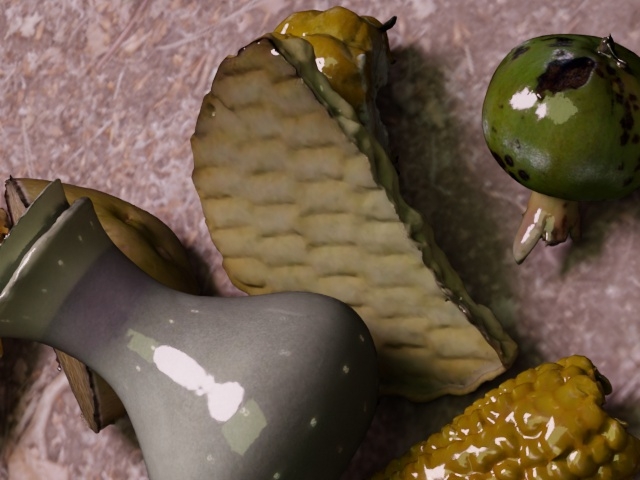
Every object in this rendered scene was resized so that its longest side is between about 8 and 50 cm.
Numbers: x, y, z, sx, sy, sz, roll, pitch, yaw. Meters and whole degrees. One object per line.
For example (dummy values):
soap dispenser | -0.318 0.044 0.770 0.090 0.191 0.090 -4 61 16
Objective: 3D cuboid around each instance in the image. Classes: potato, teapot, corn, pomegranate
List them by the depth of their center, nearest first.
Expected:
corn | 0.045 0.206 0.830 0.363 0.120 0.120 -43 59 14
teapot | -0.094 0.073 0.835 0.251 0.183 0.183 35 98 -4
pomegranate | 0.158 -0.060 0.845 0.122 0.122 0.161 27 118 34
potato | -0.155 0.033 1.000 0.117 0.182 0.202 -20 46 -16

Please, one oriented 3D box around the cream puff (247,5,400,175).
cream puff | -0.011 -0.092 0.945 0.156 0.121 0.156 -6 79 33

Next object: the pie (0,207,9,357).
pie | -0.365 0.091 1.132 0.308 0.085 0.308 -11 72 34

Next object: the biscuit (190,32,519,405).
biscuit | 0.000 0.000 0.892 0.187 0.036 0.273 -26 101 45
